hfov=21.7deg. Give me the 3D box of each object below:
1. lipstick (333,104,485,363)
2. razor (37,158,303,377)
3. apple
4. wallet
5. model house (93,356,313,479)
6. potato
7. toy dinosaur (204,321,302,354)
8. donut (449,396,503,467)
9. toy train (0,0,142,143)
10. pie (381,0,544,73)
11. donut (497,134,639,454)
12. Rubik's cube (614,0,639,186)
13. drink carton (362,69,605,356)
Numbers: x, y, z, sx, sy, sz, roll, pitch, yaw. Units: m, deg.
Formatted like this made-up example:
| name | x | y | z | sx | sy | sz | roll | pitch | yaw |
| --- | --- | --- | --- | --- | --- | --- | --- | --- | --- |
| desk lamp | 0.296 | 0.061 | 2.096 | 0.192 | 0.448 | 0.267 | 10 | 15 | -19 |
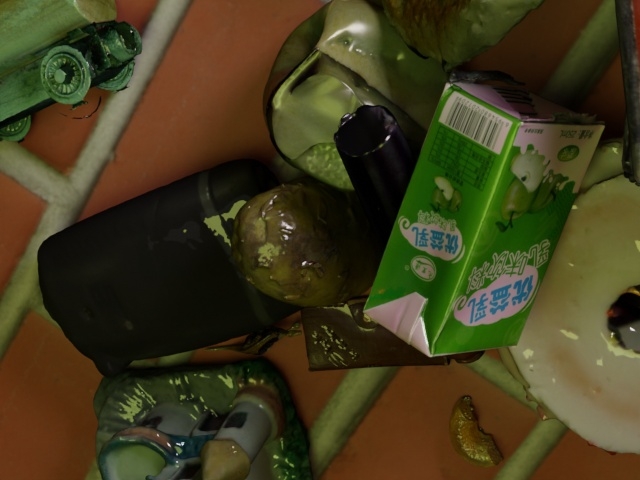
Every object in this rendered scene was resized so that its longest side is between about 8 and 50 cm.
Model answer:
| name | x | y | z | sx | sy | sz | roll | pitch | yaw |
| --- | --- | --- | --- | --- | --- | --- | --- | --- | --- |
| lipstick | 0.108 | 0.009 | 1.798 | 0.077 | 0.077 | 0.418 | -3 | 144 | 21 |
| razor | -0.176 | 0.037 | 1.997 | 0.349 | 0.113 | 0.204 | -20 | 107 | 26 |
| apple | 0.043 | -0.153 | 1.804 | 0.188 | 0.174 | 0.207 | 33 | 77 | -18 |
| wallet | 0.063 | 0.111 | 1.994 | 0.176 | 0.026 | 0.095 | -3 | 109 | 20 |
| model house | -0.187 | 0.299 | 1.994 | 0.267 | 0.325 | 0.194 | -7 | 112 | 22 |
| potato | 0.000 | 0.000 | 1.854 | 0.113 | 0.251 | 0.149 | 3 | 89 | 41 |
| toy dinosaur | -0.069 | 0.118 | 2.032 | 0.180 | 0.058 | 0.037 | -29 | 84 | 50 |
| donut | 0.184 | 0.233 | 1.996 | 0.067 | 0.038 | 0.083 | 10 | 117 | 19 |
| toy train | -0.355 | -0.212 | 1.946 | 0.307 | 0.126 | 0.189 | -22 | 103 | 27 |
| pie | 0.177 | -0.329 | 1.625 | 0.078 | 0.296 | 0.371 | 21 | 122 | -23 |
| donut | 0.363 | 0.056 | 1.795 | 0.383 | 0.142 | 0.382 | 8 | 115 | 18 |
| Rubik's cube | 0.430 | -0.244 | 1.528 | 0.307 | 0.310 | 0.305 | -1 | 128 | 20 |
| drink carton | 0.165 | -0.026 | 1.678 | 0.108 | 0.161 | 0.271 | 34 | 112 | 36 |
